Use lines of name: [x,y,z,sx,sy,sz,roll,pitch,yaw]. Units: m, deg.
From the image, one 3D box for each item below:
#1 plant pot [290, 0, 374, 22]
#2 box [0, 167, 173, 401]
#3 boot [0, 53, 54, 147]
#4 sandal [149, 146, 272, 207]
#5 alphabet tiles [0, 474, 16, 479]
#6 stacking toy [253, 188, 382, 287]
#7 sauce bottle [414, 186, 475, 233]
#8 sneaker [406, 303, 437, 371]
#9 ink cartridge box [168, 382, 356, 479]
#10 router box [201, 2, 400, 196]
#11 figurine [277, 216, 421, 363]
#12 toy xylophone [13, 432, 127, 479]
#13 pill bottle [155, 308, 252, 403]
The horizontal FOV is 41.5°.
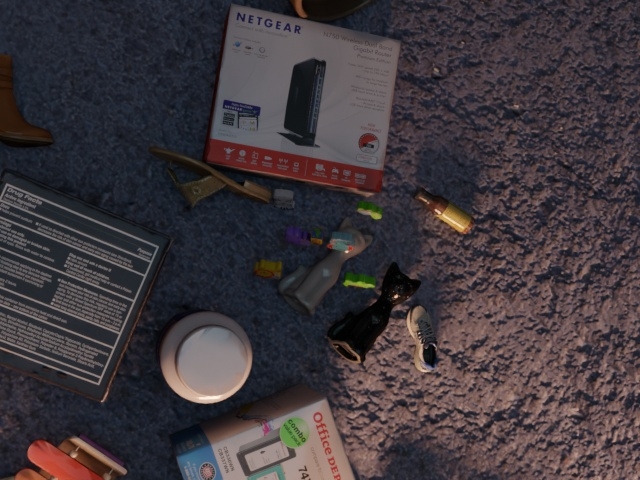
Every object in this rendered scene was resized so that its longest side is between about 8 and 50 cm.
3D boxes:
plant pot: [0.017,-0.576,1.560,0.263,0.263,0.229,-26,76,-13]
box: [-0.445,0.076,1.428,0.296,0.183,0.293,24,83,-13]
boot: [-0.556,-0.249,1.479,0.197,0.073,0.152,12,80,-15]
sandal: [-0.209,-0.093,1.543,0.240,0.088,0.079,20,81,-17]
alphabet tiles: [-0.554,0.557,1.453,0.278,0.021,0.283,-12,90,-20]
stacking toy: [0.000,0.000,1.553,0.221,0.052,0.166,8,63,3]
sauce bottle: [0.245,-0.062,1.672,0.128,0.042,0.042,33,80,-8]
sneaker: [0.206,0.189,1.639,0.052,0.058,0.135,-11,89,-14]
ink cartridge box: [-0.102,0.398,1.482,0.270,0.197,0.198,-20,92,-14]
router box: [-0.036,-0.259,1.595,0.336,0.082,0.300,9,85,-13]
figurine: [0.061,0.087,1.605,0.215,0.092,0.209,44,71,-7]
toy xylophone: [-0.446,0.496,1.442,0.236,0.081,0.322,31,77,-15]
pill bottle: [-0.199,0.194,1.433,0.153,0.272,0.152,1,86,-13]
